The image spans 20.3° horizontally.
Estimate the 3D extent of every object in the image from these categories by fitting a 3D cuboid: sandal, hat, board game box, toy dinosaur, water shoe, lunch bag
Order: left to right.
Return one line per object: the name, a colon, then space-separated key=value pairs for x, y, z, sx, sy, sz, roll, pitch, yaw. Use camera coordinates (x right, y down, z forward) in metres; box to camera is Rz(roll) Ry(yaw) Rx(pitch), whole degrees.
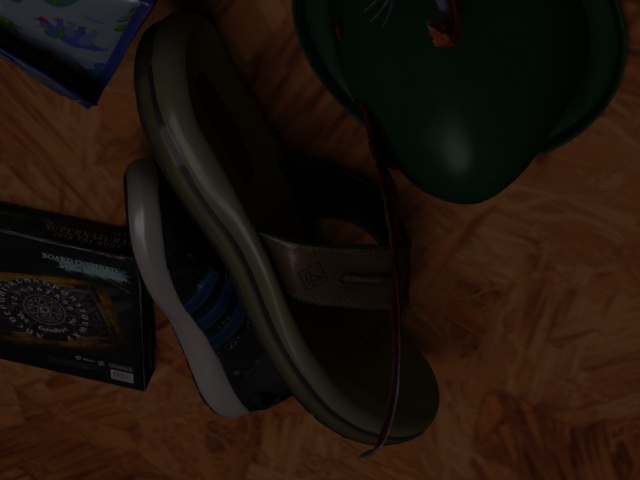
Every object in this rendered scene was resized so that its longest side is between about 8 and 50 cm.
board game box: x=-0.199 y=0.029 z=1.147 sx=0.186 sy=0.026 sz=0.126 roll=12 pitch=135 yaw=9
lunch bag: x=-0.151 y=-0.138 z=0.929 sx=0.129 sy=0.096 sz=0.151 roll=31 pitch=148 yaw=-9
water shoe: x=-0.057 y=0.021 z=1.074 sx=0.080 sy=0.073 sz=0.203 roll=-16 pitch=133 yaw=6
sandal: x=-0.001 y=0.000 z=0.993 sx=0.086 sy=0.120 sz=0.302 roll=-20 pitch=124 yaw=17
toy dinosaur: x=0.053 y=-0.136 z=0.844 sx=0.090 sy=0.047 sz=0.082 roll=-36 pitch=92 yaw=10
hat: x=0.057 y=-0.043 z=0.875 sx=0.173 sy=0.183 sz=0.208 roll=-18 pitch=124 yaw=32
